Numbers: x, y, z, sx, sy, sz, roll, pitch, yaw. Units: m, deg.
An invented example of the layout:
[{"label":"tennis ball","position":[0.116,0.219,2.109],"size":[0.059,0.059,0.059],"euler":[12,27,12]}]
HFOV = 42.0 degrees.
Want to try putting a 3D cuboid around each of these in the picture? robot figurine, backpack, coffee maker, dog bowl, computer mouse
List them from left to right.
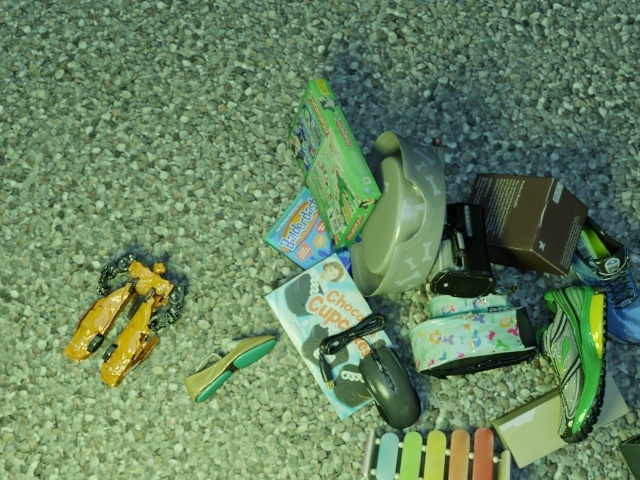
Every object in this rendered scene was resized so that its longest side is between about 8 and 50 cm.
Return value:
[{"label":"robot figurine","position":[-0.437,0.172,1.886],"size":[0.211,0.085,0.291],"euler":[33,81,7]},{"label":"computer mouse","position":[0.105,0.303,1.796],"size":[0.184,0.060,0.262],"euler":[-21,91,-7]},{"label":"dog bowl","position":[0.161,-0.050,1.757],"size":[0.102,0.349,0.348],"euler":[7,78,-14]},{"label":"coffee maker","position":[0.302,0.023,1.724],"size":[0.171,0.120,0.178],"euler":[20,53,-27]},{"label":"backpack","position":[0.316,0.204,1.796],"size":[0.254,0.225,0.191],"euler":[-17,76,1]}]

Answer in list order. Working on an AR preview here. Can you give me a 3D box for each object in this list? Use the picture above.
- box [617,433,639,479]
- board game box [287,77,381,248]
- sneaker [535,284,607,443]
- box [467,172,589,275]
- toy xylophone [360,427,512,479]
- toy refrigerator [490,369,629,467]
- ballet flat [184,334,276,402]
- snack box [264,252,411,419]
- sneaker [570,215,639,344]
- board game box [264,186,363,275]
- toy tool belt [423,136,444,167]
[{"label":"box","position":[0.918,0.429,1.611],"size":[0.472,0.480,0.297],"euler":[-25,77,-5]},{"label":"board game box","position":[0.022,-0.169,1.850],"size":[0.046,0.213,0.317],"euler":[-11,64,-24]},{"label":"sneaker","position":[0.527,0.258,1.757],"size":[0.146,0.134,0.343],"euler":[0,62,21]},{"label":"box","position":[0.440,-0.037,1.827],"size":[0.203,0.167,0.168],"euler":[11,76,46]},{"label":"toy xylophone","position":[0.246,0.514,1.766],"size":[0.323,0.081,0.236],"euler":[1,53,2]},{"label":"toy refrigerator","position":[0.520,0.385,1.825],"size":[0.270,0.094,0.102],"euler":[-27,86,-4]},{"label":"ballet flat","position":[-0.207,0.268,1.869],"size":[0.232,0.080,0.073],"euler":[-37,65,-8]},{"label":"snack box","position":[0.037,0.211,1.853],"size":[0.187,0.060,0.322],"euler":[-32,91,-5]},{"label":"sneaker","position":[0.633,0.085,1.855],"size":[0.130,0.147,0.330],"euler":[-31,80,-5]},{"label":"board game box","position":[0.000,0.000,1.932],"size":[0.210,0.047,0.160],"euler":[36,81,8]},{"label":"toy tool belt","position":[0.262,-0.204,1.969],"size":[0.051,0.052,0.083],"euler":[-4,78,-9]}]
